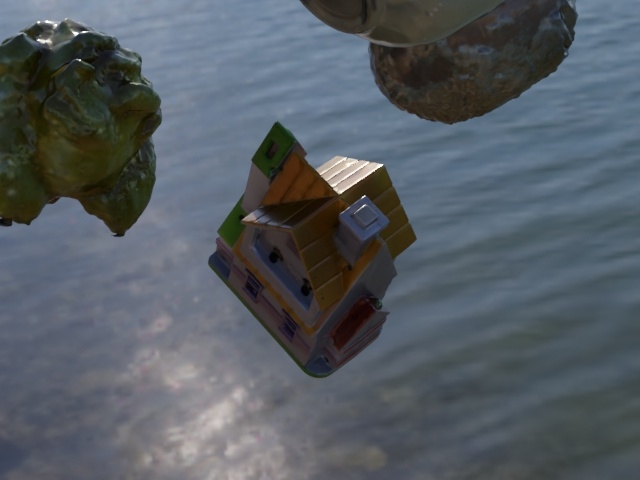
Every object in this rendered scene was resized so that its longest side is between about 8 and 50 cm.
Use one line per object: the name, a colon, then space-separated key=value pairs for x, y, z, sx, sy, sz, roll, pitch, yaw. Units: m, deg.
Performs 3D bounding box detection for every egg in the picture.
egg: x=0.206 y=-0.302 z=1.725 sx=0.310 sy=0.279 sz=0.279 roll=-35 pitch=1 yaw=35

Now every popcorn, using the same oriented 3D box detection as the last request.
popcorn: x=-0.350 y=-0.166 z=1.830 sx=0.290 sy=0.326 sz=0.321 roll=-36 pitch=4 yaw=17

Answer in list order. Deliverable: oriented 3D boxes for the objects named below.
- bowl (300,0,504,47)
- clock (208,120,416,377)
bowl: x=0.048 y=-0.297 z=1.231 sx=0.145 sy=0.277 sz=0.277 roll=-44 pitch=35 yaw=-22
clock: x=-0.001 y=0.000 z=1.576 sx=0.166 sy=0.309 sz=0.235 roll=-36 pitch=73 yaw=-25
